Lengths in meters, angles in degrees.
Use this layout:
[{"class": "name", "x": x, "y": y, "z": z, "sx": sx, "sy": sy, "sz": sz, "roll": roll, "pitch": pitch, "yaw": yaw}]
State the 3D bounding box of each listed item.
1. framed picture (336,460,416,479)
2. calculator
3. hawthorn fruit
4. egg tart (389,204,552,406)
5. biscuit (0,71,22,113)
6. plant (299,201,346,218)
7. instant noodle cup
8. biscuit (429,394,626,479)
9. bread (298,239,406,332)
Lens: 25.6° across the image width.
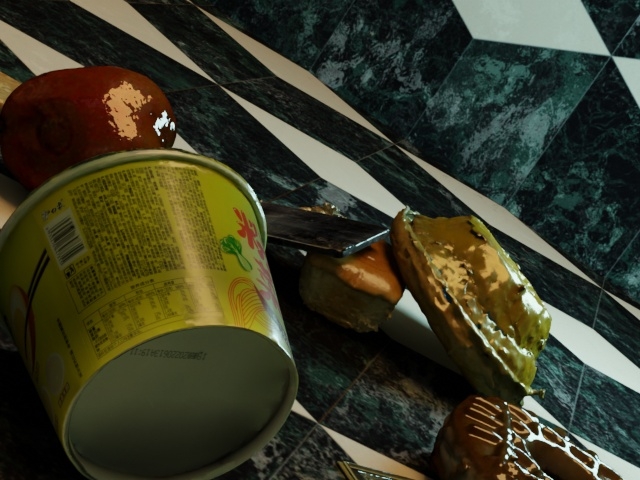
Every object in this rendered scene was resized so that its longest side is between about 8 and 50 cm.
[{"class": "framed picture", "x": 0.111, "y": 0.335, "z": 1.704, "sx": 0.142, "sy": 0.011, "sz": 0.183, "roll": 21, "pitch": 19, "yaw": -39}, {"class": "calculator", "x": -0.034, "y": -0.019, "z": 2.207, "sx": 0.262, "sy": 0.021, "sz": 0.161, "roll": 13, "pitch": 20, "yaw": 31}, {"class": "hawthorn fruit", "x": -0.330, "y": -0.138, "z": 1.896, "sx": 0.261, "sy": 0.224, "sz": 0.224, "roll": 14, "pitch": 21, "yaw": -20}, {"class": "egg tart", "x": 0.256, "y": 0.092, "z": 2.297, "sx": 0.388, "sy": 0.169, "sz": 0.388, "roll": 54, "pitch": 10, "yaw": -14}, {"class": "biscuit", "x": -0.502, "y": -0.229, "z": 2.136, "sx": 0.250, "sy": 0.030, "sz": 0.160, "roll": 27, "pitch": 15, "yaw": -16}, {"class": "plant", "x": 0.000, "y": 0.000, "z": 2.448, "sx": 0.116, "sy": 0.104, "sz": 0.122, "roll": -12, "pitch": 72, "yaw": -20}, {"class": "instant noodle cup", "x": -0.165, "y": 0.095, "z": 1.403, "sx": 0.311, "sy": 0.311, "sz": 0.221, "roll": 22, "pitch": 29, "yaw": -38}, {"class": "biscuit", "x": 0.279, "y": 0.324, "z": 1.898, "sx": 0.268, "sy": 0.115, "sz": 0.366, "roll": 44, "pitch": 16, "yaw": 34}, {"class": "bread", "x": 0.049, "y": 0.053, "z": 2.248, "sx": 0.174, "sy": 0.121, "sz": 0.245, "roll": 34, "pitch": 19, "yaw": -5}]
